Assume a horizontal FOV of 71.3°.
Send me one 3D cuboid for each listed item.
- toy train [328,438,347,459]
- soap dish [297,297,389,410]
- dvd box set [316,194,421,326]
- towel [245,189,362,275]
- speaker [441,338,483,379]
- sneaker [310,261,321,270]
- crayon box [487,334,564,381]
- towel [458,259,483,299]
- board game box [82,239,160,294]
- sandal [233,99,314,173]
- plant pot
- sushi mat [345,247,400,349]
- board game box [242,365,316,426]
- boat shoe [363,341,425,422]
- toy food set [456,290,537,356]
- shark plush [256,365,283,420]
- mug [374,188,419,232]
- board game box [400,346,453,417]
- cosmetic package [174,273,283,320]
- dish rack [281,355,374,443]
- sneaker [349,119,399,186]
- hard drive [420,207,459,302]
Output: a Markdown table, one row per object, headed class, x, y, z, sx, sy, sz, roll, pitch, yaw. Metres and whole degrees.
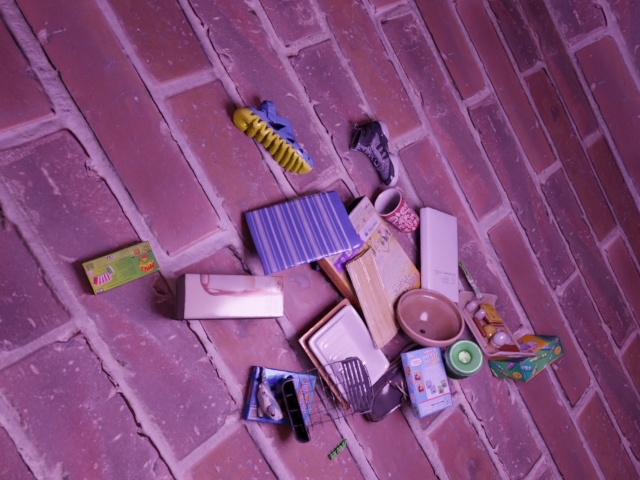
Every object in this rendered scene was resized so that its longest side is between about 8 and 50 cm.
| class | x | y | z | sx | sy | sz | roll | pitch | yaw |
| --- | --- | --- | --- | --- | --- | --- | --- | --- | --- |
| toy train | 0.061 | 0.702 | 1.499 | 0.083 | 0.017 | 0.024 | -33 | 107 | -28 |
| soap dish | 0.075 | 0.378 | 1.503 | 0.228 | 0.118 | 0.291 | -38 | 99 | -28 |
| dvd box set | 0.182 | 0.094 | 1.599 | 0.421 | 0.062 | 0.308 | 52 | 58 | -19 |
| towel | -0.056 | -0.032 | 1.454 | 0.335 | 0.040 | 0.243 | -16 | 61 | -15 |
| speaker | 0.507 | 0.436 | 1.622 | 0.131 | 0.297 | 0.131 | -3 | 70 | 8 |
| sneaker | 0.000 | 0.000 | 1.554 | 0.082 | 0.069 | 0.210 | -1 | 81 | -27 |
| crayon box | 0.866 | 0.489 | 1.880 | 0.278 | 0.165 | 0.081 | -20 | 91 | -30 |
| towel | 0.610 | 0.162 | 1.826 | 0.023 | 0.113 | 0.152 | -31 | 118 | 12 |
| board game box | -0.559 | 0.076 | 1.258 | 0.181 | 0.043 | 0.092 | -24 | 94 | -29 |
| sandal | -0.136 | -0.360 | 1.516 | 0.317 | 0.126 | 0.138 | 43 | 61 | -17 |
| plant pot | 0.375 | 0.293 | 1.582 | 0.237 | 0.110 | 0.238 | 7 | 42 | -6 |
| sushi mat | 0.182 | 0.196 | 1.518 | 0.151 | 0.019 | 0.317 | -29 | 101 | -47 |
| board game box | -0.127 | 0.494 | 1.416 | 0.210 | 0.047 | 0.160 | 17 | 74 | -24 |
| boat shoe | 0.290 | 0.497 | 1.591 | 0.355 | 0.130 | 0.132 | -43 | 102 | -27 |
| toy food set | 0.706 | 0.334 | 1.792 | 0.219 | 0.093 | 0.306 | 9 | 41 | -27 |
| shark plush | -0.162 | 0.470 | 1.361 | 0.067 | 0.073 | 0.161 | -3 | 61 | -47 |
| mug | 0.295 | -0.120 | 1.695 | 0.169 | 0.113 | 0.151 | 36 | 41 | -42 |
| board game box | 0.369 | 0.481 | 1.543 | 0.160 | 0.039 | 0.212 | -4 | 78 | -32 |
| cosmetic package | -0.272 | 0.172 | 1.335 | 0.295 | 0.153 | 0.130 | 4 | 78 | -29 |
| dish rack | 0.030 | 0.481 | 1.376 | 0.271 | 0.074 | 0.209 | -15 | 99 | -4 |
| sneaker | 0.198 | -0.329 | 1.702 | 0.152 | 0.101 | 0.269 | -8 | 80 | -28 |
| hard drive | 0.476 | 0.064 | 1.778 | 0.232 | 0.047 | 0.354 | 12 | 76 | -44 |
